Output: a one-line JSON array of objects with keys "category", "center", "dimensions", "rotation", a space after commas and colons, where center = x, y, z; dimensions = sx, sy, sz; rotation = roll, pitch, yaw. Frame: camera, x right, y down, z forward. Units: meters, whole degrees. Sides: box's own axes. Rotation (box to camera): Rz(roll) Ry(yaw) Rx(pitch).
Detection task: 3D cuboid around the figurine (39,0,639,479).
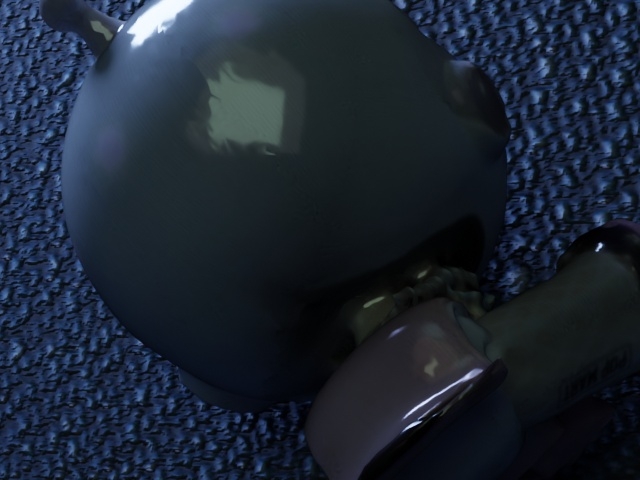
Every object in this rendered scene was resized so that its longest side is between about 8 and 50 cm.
[{"category": "figurine", "center": [0.008, -0.006, 1.029], "dimensions": [0.253, 0.211, 0.361], "rotation": [-39, 55, 3]}]
